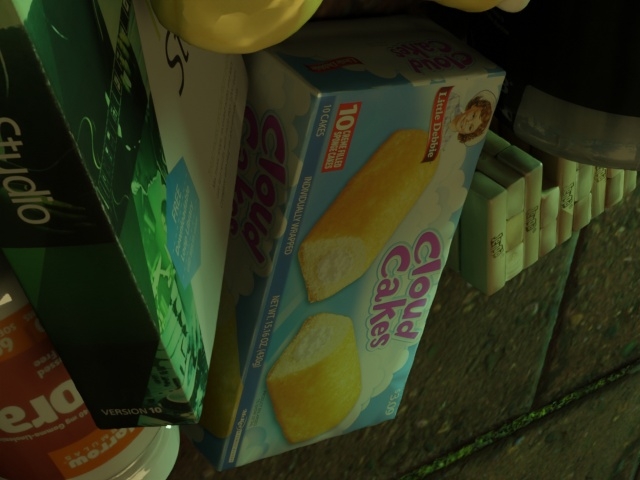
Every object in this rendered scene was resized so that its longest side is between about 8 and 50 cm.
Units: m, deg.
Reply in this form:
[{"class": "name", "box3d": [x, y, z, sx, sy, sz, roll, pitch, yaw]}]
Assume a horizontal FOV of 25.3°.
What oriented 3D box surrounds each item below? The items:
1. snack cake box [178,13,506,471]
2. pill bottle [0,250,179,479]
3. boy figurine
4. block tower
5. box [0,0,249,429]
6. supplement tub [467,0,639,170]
[{"class": "snack cake box", "box3d": [0.000, 0.000, 0.881, 0.152, 0.089, 0.264, -10, 128, -38]}, {"class": "pill bottle", "box3d": [-0.148, 0.056, 0.748, 0.121, 0.121, 0.216, -40, 141, -17]}, {"class": "boy figurine", "box3d": [0.014, -0.145, 0.671, 0.285, 0.177, 0.092, -38, 151, -64]}, {"class": "block tower", "box3d": [0.211, -0.098, 1.031, 0.335, 0.091, 0.097, -32, 140, -26]}, {"class": "box", "box3d": [-0.099, -0.104, 0.601, 0.058, 0.232, 0.322, -5, 139, 11]}, {"class": "supplement tub", "box3d": [0.198, -0.225, 0.814, 0.207, 0.207, 0.338, -27, 137, -30]}]
